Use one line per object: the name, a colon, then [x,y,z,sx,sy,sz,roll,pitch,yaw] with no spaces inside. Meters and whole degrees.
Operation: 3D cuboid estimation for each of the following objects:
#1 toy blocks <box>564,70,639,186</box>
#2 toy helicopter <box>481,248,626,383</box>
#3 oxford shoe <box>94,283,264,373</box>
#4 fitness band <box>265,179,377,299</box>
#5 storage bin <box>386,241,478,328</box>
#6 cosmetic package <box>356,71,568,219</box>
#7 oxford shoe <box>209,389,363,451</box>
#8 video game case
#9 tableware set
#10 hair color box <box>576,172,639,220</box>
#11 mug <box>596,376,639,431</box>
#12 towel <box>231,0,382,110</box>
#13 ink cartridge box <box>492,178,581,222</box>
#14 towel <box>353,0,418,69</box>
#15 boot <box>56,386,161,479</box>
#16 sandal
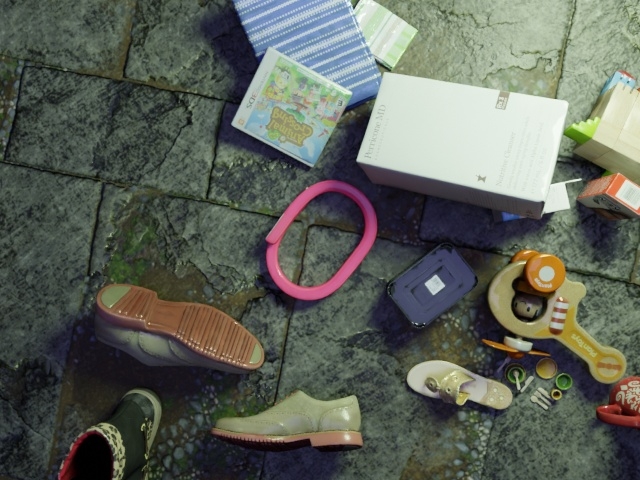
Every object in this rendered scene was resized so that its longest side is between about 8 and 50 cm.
toy blocks: [0.740,-0.248,1.390,0.381,0.191,0.261,28,81,2]
toy helicopter: [0.510,0.199,1.415,0.355,0.140,0.235,40,93,-2]
oxford shoe: [-0.325,0.228,1.489,0.396,0.140,0.147,22,123,-1]
fitness band: [0.000,0.000,1.486,0.209,0.054,0.291,38,94,0]
storage bin: [0.248,0.098,1.453,0.180,0.084,0.122,-38,88,4]
cosmetic package: [0.293,-0.198,1.350,0.384,0.156,0.217,13,83,19]
oxford shoe: [-0.077,0.411,1.479,0.348,0.123,0.130,0,64,5]
video game case: [-0.065,-0.296,1.455,0.212,0.023,0.193,27,107,-10]
tableware set: [0.488,0.305,1.469,0.154,0.024,0.104,38,92,3]
hair color box: [0.627,-0.090,1.384,0.093,0.167,0.053,34,92,3]
mug: [0.692,0.378,1.384,0.150,0.169,0.113,-38,89,3]
towel: [-0.024,-0.436,1.441,0.243,0.040,0.336,-23,108,6]
ink cartridge box: [0.476,-0.086,1.425,0.180,0.104,0.060,-11,89,4]
towel: [0.132,-0.478,1.484,0.152,0.023,0.113,33,93,3]
boot: [-0.463,0.530,1.400,0.138,0.284,0.378,16,91,3]
sandal: [0.316,0.330,1.452,0.239,0.079,0.088,13,91,3]
